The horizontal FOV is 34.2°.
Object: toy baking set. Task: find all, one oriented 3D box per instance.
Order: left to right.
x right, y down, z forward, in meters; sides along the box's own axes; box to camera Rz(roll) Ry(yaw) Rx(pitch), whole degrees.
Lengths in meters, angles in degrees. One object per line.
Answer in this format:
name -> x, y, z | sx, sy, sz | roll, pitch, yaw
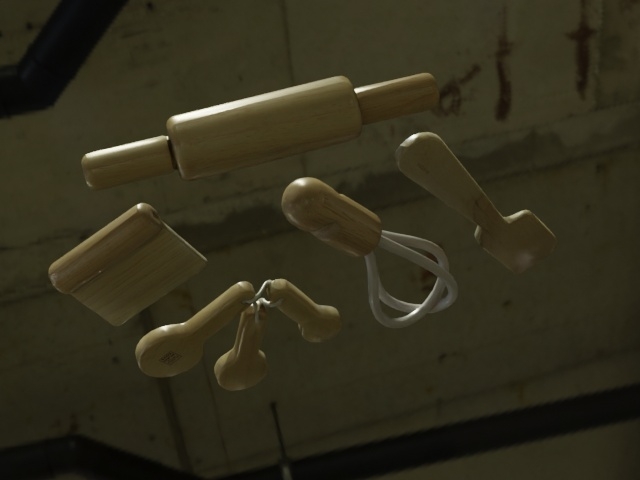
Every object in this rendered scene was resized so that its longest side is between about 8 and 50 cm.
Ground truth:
toy baking set -> -0.002, -0.004, 0.527 | 0.256, 0.030, 0.197 | -18, -39, -5
